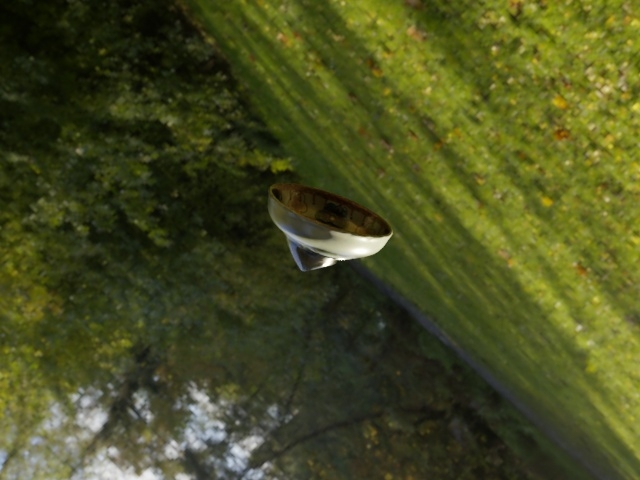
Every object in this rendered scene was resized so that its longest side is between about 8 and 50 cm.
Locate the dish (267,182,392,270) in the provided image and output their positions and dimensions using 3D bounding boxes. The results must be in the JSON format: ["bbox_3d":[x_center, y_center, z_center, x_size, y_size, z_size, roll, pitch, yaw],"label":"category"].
[{"bbox_3d":[0.000,0.000,0.960,0.141,0.078,0.141,18,-164,-5],"label":"dish"}]
